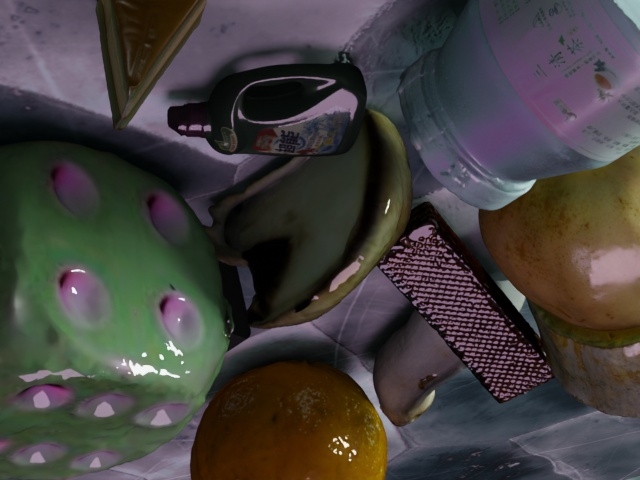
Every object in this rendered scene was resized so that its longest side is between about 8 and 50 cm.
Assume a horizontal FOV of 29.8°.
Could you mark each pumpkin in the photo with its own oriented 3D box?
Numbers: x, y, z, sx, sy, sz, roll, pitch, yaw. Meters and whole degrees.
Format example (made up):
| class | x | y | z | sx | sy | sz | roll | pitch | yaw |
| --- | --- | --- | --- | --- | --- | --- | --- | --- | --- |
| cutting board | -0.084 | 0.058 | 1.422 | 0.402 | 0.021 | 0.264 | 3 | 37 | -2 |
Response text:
| class | x | y | z | sx | sy | sz | roll | pitch | yaw |
| --- | --- | --- | --- | --- | --- | --- | --- | --- | --- |
| pumpkin | 0.440 | 0.063 | 1.734 | 0.332 | 0.332 | 0.199 | -24 | 135 | 20 |

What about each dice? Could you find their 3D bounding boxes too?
| class | x | y | z | sx | sy | sz | roll | pitch | yaw |
| --- | --- | --- | --- | --- | --- | --- | --- | --- | --- |
| dice | -0.327 | 0.094 | 1.461 | 0.318 | 0.330 | 0.322 | -32 | 147 | 34 |

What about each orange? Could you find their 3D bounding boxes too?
| class | x | y | z | sx | sy | sz | roll | pitch | yaw |
| --- | --- | --- | --- | --- | --- | --- | --- | --- | --- |
| orange | -0.051 | 0.354 | 2.062 | 0.340 | 0.293 | 0.340 | 4 | 158 | 2 |

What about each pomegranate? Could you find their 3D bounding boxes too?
| class | x | y | z | sx | sy | sz | roll | pitch | yaw |
| --- | --- | --- | --- | --- | --- | --- | --- | --- | --- |
| pomegranate | 0.352 | -0.041 | 1.527 | 0.319 | 0.319 | 0.319 | -9 | 151 | -5 |

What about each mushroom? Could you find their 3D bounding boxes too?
| class | x | y | z | sx | sy | sz | roll | pitch | yaw |
| --- | --- | --- | --- | --- | --- | --- | --- | --- | --- |
| mushroom | 0.007 | 0.005 | 1.545 | 0.292 | 0.217 | 0.212 | -24 | 152 | 19 |
| mushroom | 0.185 | 0.201 | 2.054 | 0.177 | 0.126 | 0.397 | -2 | 147 | -34 |

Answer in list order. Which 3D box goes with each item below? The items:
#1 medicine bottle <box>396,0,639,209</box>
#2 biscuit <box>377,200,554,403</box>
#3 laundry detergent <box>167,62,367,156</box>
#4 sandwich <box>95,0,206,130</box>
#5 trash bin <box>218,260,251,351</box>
| class | x | y | z | sx | sy | sz | roll | pitch | yaw |
| --- | --- | --- | --- | --- | --- | --- | --- | --- | --- |
| medicine bottle | 0.249 | -0.184 | 1.287 | 0.245 | 0.245 | 0.290 | 15 | 142 | -39 |
| biscuit | 0.216 | 0.097 | 1.797 | 0.107 | 0.073 | 0.388 | -30 | 125 | 19 |
| laundry detergent | -0.065 | -0.152 | 1.392 | 0.222 | 0.078 | 0.144 | -1 | 147 | -15 |
| sandwich | -0.154 | -0.192 | 1.196 | 0.113 | 0.163 | 0.079 | 0 | 149 | -22 |
| trash bin | -0.225 | 0.114 | 1.707 | 0.225 | 0.165 | 0.115 | -30 | 146 | 25 |
